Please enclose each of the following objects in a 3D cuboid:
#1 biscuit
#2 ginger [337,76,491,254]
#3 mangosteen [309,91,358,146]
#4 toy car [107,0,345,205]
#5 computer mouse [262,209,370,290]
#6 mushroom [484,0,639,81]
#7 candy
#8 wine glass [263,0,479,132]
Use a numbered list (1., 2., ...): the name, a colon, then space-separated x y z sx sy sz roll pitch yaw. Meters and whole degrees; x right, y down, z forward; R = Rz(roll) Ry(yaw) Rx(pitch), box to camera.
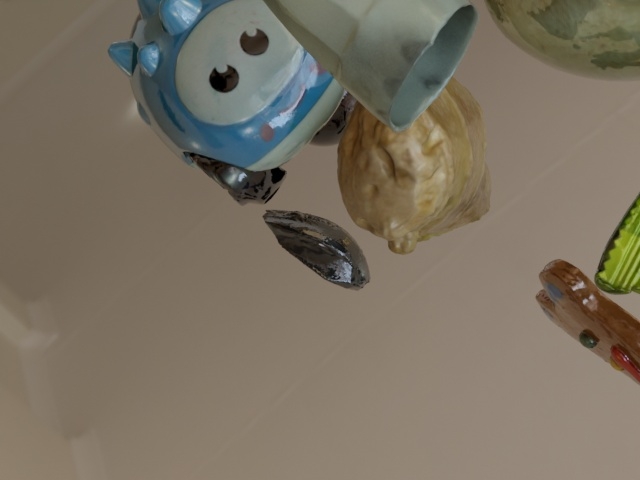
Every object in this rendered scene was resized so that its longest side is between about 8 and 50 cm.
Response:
1. biscuit: 0.357 0.139 1.345 0.324 0.205 0.049 36 -100 18
2. ginger: 0.090 -0.070 1.157 0.126 0.354 0.190 1 -99 9
3. mangosteen: -0.012 -0.194 1.629 0.137 0.151 0.137 -50 -154 35
4. toy car: -0.088 -0.164 1.157 0.188 0.190 0.255 -49 -147 0
5. computer mouse: 0.000 0.000 1.343 0.047 0.135 0.079 -57 178 15
6. mushroom: 0.336 -0.299 1.288 0.352 0.260 0.352 -6 -156 3
7. candy: 0.391 0.040 1.189 0.149 0.246 0.069 -56 175 -30
8. wine glass: -0.001 -0.127 0.631 0.073 0.155 0.073 -46 163 -19
